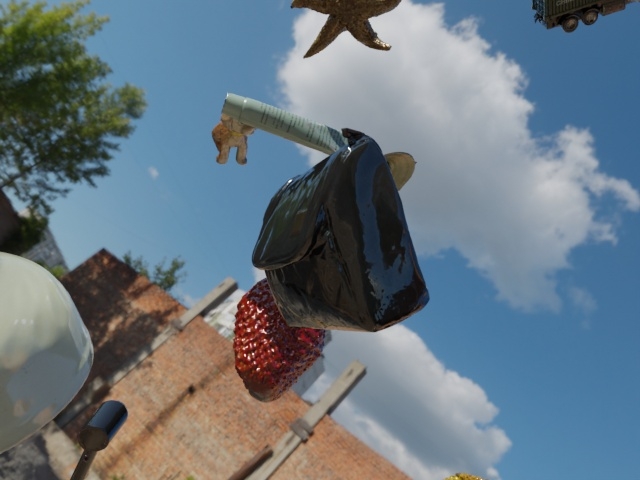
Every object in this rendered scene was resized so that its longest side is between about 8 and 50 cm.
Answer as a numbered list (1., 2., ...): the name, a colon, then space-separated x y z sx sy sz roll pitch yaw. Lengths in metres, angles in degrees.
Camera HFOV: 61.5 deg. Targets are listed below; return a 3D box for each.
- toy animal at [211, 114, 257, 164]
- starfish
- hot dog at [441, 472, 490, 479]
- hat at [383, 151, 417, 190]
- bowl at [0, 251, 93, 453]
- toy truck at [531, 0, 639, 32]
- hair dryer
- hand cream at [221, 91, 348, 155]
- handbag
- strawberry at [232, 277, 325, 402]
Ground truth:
1. toy animal: -0.233 -0.323 1.424 0.185 0.104 0.184 113 -34 -59
2. starfish: 0.054 -0.486 1.136 0.277 0.062 0.236 -16 -49 39
3. hot dog: 0.211 0.370 0.779 0.045 0.071 0.165 55 -14 11
4. hat: 0.151 -0.213 1.607 0.252 0.252 0.110 100 -32 -58
5. bowl: -0.384 0.092 0.538 0.277 0.277 0.145 23 -58 40
6. toy truck: 0.561 -0.508 1.068 0.088 0.259 0.121 -96 167 -49
7. hair dryer: -0.527 0.492 1.246 0.070 0.114 0.248 26 -72 -2
8. hand cream: -0.057 -0.255 1.212 0.331 0.085 0.058 17 -35 -10
9. handbag: -0.002 0.002 0.827 0.302 0.177 0.275 -13 -80 64
10. strawberry: -0.116 0.295 1.521 0.267 0.351 0.312 -9 -54 21
